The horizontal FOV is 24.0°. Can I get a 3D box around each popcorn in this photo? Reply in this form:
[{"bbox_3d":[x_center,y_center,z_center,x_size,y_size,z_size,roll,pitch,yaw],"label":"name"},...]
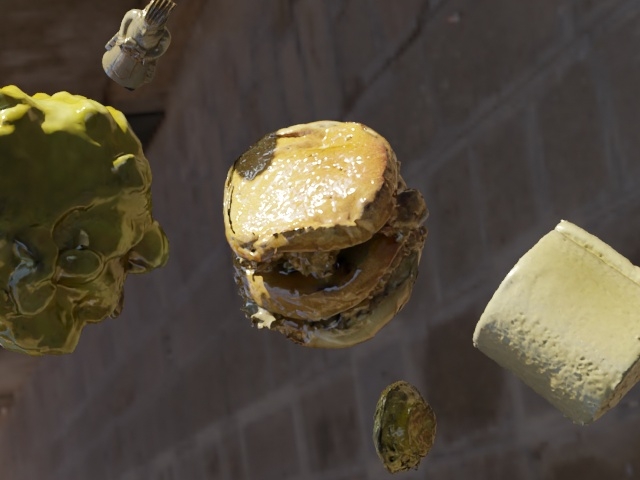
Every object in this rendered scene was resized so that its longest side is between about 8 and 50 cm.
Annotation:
[{"bbox_3d":[-0.257,-0.019,1.361,0.192,0.266,0.233,10,73,47],"label":"popcorn"}]

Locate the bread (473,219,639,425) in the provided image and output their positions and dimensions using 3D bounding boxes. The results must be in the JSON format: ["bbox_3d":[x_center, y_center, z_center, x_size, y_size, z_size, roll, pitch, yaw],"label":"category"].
[{"bbox_3d":[0.231,0.077,1.352,0.141,0.148,0.134,36,143,20],"label":"bread"}]

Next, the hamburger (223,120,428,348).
[{"bbox_3d":[-0.008,-0.007,1.808,0.245,0.260,0.211,24,156,35],"label":"hamburger"}]

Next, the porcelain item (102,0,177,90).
[{"bbox_3d":[-0.255,-0.285,2.155,0.054,0.084,0.213,-62,10,-26],"label":"porcelain item"}]

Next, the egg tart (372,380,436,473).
[{"bbox_3d":[0.117,0.251,1.996,0.052,0.130,0.130,-2,95,33],"label":"egg tart"}]
